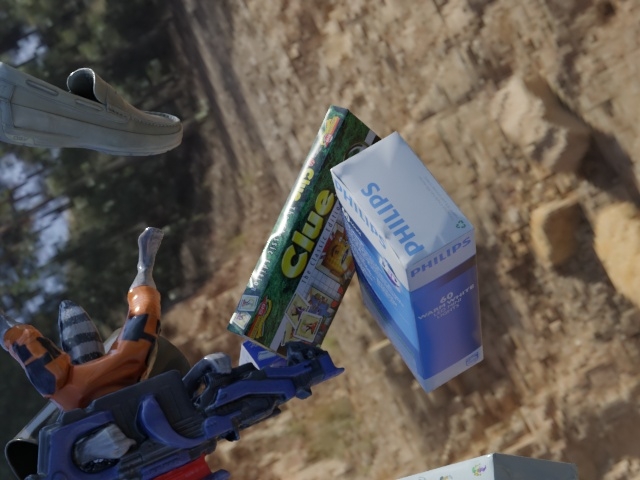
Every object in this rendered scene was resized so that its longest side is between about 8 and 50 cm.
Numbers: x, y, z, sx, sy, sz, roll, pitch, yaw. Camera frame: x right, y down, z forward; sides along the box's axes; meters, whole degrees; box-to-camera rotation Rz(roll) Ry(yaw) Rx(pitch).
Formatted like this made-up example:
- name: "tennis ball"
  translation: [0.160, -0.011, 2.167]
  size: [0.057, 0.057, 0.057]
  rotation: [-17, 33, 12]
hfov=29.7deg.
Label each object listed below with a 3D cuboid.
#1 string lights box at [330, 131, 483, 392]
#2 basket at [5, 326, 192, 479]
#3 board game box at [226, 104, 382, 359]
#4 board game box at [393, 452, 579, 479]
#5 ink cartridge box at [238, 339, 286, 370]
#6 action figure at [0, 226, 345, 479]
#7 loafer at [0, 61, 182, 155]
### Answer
- name: "string lights box"
  translation: [0.089, 0.029, 1.173]
  size: [0.133, 0.076, 0.260]
  rotation: [55, 169, 31]
- name: "basket"
  translation: [-0.273, 0.235, 1.568]
  size: [0.204, 0.154, 0.227]
  rotation: [59, -137, -34]
- name: "board game box"
  translation: [0.000, 0.000, 1.289]
  size: [0.030, 0.260, 0.136]
  rotation: [19, 171, 40]
- name: "board game box"
  translation: [0.278, 0.465, 2.158]
  size: [0.224, 0.303, 0.098]
  rotation: [16, -119, -36]
- name: "ink cartridge box"
  translation: [-0.060, 0.161, 1.632]
  size: [0.046, 0.097, 0.207]
  rotation: [53, 163, 15]
- name: "action figure"
  translation: [-0.162, 0.157, 1.214]
  size: [0.330, 0.341, 0.178]
  rotation: [66, 147, 22]
- name: "loafer"
  translation: [-0.318, -0.181, 1.674]
  size: [0.112, 0.111, 0.319]
  rotation: [19, -168, 40]
